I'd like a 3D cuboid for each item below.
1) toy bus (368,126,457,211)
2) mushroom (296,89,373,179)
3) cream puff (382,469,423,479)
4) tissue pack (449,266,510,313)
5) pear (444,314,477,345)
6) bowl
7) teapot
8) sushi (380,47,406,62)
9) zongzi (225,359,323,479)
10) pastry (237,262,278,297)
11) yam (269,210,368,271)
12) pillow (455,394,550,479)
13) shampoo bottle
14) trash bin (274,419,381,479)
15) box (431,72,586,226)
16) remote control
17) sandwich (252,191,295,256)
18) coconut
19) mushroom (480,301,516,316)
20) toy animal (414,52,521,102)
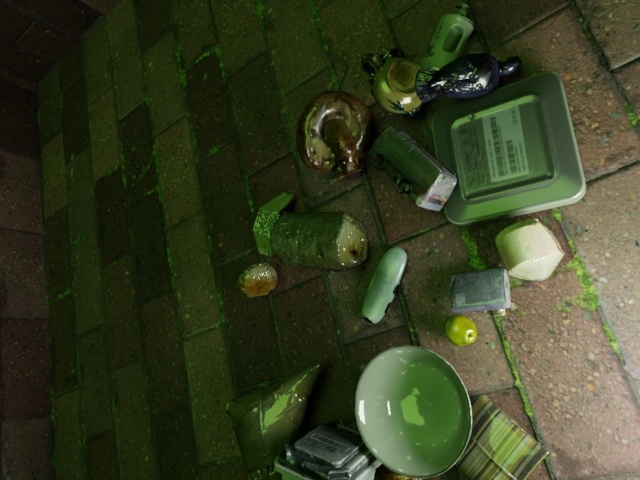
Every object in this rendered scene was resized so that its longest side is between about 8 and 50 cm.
[{"bbox_3d":[0.270,-0.223,1.459,0.138,0.112,0.317,-60,43,26],"label":"toy bus"},{"bbox_3d":[0.049,-0.342,1.623,0.263,0.195,0.283,-13,75,-6],"label":"mushroom"},{"bbox_3d":[0.229,0.715,1.371,0.149,0.084,0.149,-7,77,31],"label":"cream puff"},{"bbox_3d":[0.442,0.140,1.345,0.156,0.051,0.112,-13,59,33],"label":"tissue pack"},{"bbox_3d":[0.389,0.252,1.354,0.092,0.092,0.097,-64,14,7],"label":"pear"},{"bbox_3d":[0.275,0.462,1.343,0.337,0.157,0.337,-8,76,32],"label":"bowl"},{"bbox_3d":[0.232,-0.484,1.533,0.269,0.182,0.173,38,78,0],"label":"teapot"},{"bbox_3d":[0.242,-0.578,1.605,0.098,0.094,0.084,-27,70,22],"label":"sushi"},{"bbox_3d":[-0.093,0.622,1.561,0.392,0.174,0.356,-30,70,19],"label":"zongzi"},{"bbox_3d":[-0.229,0.146,1.753,0.153,0.153,0.081,-40,59,22],"label":"pastry"},{"bbox_3d":[0.000,0.000,1.600,0.300,0.195,0.195,6,84,35],"label":"yam"},{"bbox_3d":[0.449,0.554,1.272,0.212,0.052,0.208,40,102,33],"label":"pillow"},{"bbox_3d":[0.403,-0.625,1.507,0.118,0.087,0.234,27,96,38],"label":"shampoo bottle"},{"bbox_3d":[0.035,0.752,1.415,0.255,0.296,0.368,6,98,33],"label":"trash bin"},{"bbox_3d":[0.512,-0.246,1.362,0.373,0.090,0.367,-14,73,30],"label":"box"},{"bbox_3d":[0.200,0.142,1.523,0.097,0.045,0.256,25,97,35],"label":"remote control"},{"bbox_3d":[-0.177,-0.063,1.790,0.094,0.096,0.258,21,95,29],"label":"sandwich"},{"bbox_3d":[0.543,0.032,1.255,0.147,0.147,0.153,-30,63,26],"label":"coconut"},{"bbox_3d":[0.488,0.185,1.337,0.101,0.019,0.049,-14,74,32],"label":"mushroom"},{"bbox_3d":[0.422,-0.474,1.388,0.185,0.298,0.122,-134,32,-61],"label":"toy animal"}]
